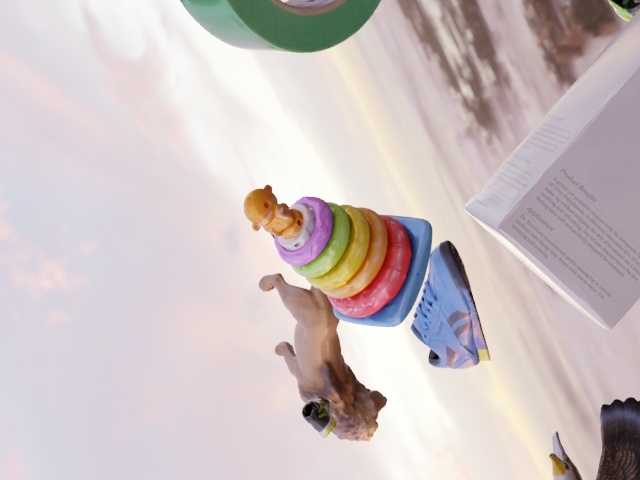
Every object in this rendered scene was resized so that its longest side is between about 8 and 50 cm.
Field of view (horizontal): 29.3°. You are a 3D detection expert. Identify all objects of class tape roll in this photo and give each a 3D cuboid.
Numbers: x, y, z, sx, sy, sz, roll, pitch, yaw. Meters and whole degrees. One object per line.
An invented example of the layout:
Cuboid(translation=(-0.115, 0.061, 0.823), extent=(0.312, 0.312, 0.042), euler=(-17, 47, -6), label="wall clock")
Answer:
Cuboid(translation=(-0.038, -0.364, 1.320), extent=(0.077, 0.321, 0.321), euler=(11, 141, 42), label="tape roll")

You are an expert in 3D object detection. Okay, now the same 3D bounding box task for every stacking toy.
Cuboid(translation=(0.000, 0.000, 1.755), extent=(0.302, 0.175, 0.166), euler=(26, 166, -39), label="stacking toy")

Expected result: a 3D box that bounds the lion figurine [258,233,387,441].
Cuboid(translation=(-0.003, 0.172, 2.177), extent=(0.240, 0.142, 0.392), euler=(50, 163, 50), label="lion figurine")

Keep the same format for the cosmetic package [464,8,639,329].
Cuboid(translation=(0.370, -0.103, 1.423), extent=(0.197, 0.365, 0.155), euler=(42, -178, -13), label="cosmetic package")

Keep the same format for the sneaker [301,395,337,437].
Cuboid(translation=(-0.004, 0.188, 1.366), extent=(0.035, 0.031, 0.083), euler=(42, -178, -16), label="sneaker")

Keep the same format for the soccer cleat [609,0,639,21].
Cuboid(translation=(0.469, -0.324, 1.654), extent=(0.072, 0.179, 0.060), euler=(23, -101, -41), label="soccer cleat")

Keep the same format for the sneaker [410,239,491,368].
Cuboid(translation=(0.137, 0.082, 1.379), extent=(0.209, 0.082, 0.069), euler=(69, -170, -50), label="sneaker")

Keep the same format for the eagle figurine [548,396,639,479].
Cuboid(translation=(0.406, 0.396, 1.852), extent=(0.298, 0.226, 0.225), euler=(-39, -43, -49), label="eagle figurine")
